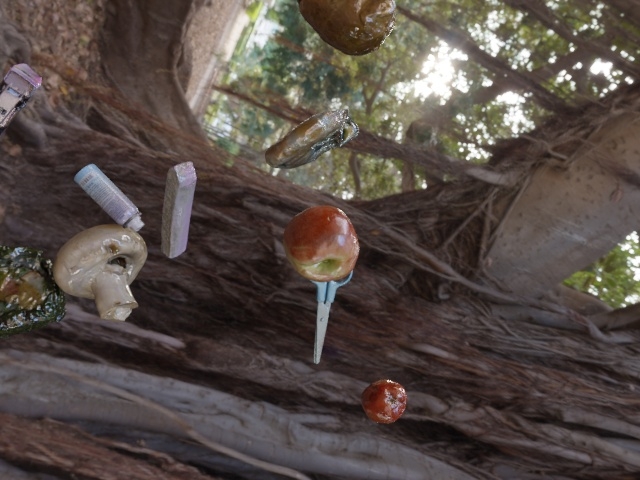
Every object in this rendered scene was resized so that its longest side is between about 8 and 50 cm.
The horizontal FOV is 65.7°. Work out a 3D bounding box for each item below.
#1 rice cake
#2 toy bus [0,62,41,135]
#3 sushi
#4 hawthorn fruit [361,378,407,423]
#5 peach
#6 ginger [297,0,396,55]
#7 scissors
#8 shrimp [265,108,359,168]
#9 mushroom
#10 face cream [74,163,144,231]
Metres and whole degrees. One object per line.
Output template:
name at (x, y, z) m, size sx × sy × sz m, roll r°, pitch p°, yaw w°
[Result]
rice cake at (-0.413, -0.075, 1.437) m, size 0.070 × 0.064 × 0.399 m, roll -34°, pitch 162°, yaw -37°
toy bus at (-0.929, -0.400, 1.456) m, size 0.274 × 0.090 × 0.112 m, roll -38°, pitch -147°, yaw 20°
sushi at (-1.023, 0.162, 1.590) m, size 0.178 × 0.352 × 0.294 m, roll -35°, pitch -112°, yaw 64°
hawthorn fruit at (0.171, 0.422, 1.307) m, size 0.128 × 0.128 × 0.128 m, roll -58°, pitch -162°, yaw 31°
peach at (0.000, 0.000, 1.502) m, size 0.232 × 0.232 × 0.256 m, roll -58°, pitch -156°, yaw 30°
ginger at (0.085, -0.642, 1.428) m, size 0.200 × 0.270 × 0.222 m, roll 92°, pitch -19°, yaw -81°
scissors at (0.012, 0.277, 1.994) m, size 0.029 × 0.193 × 0.446 m, roll -163°, pitch -99°, yaw -82°
shrimp at (0.000, -0.282, 1.289) m, size 0.221 × 0.110 × 0.446 m, roll -33°, pitch -175°, yaw 27°
mushroom at (-0.663, 0.104, 1.570) m, size 0.293 × 0.290 × 0.292 m, roll -35°, pitch 155°, yaw -19°
face cream at (-0.619, -0.119, 1.472) m, size 0.075 × 0.229 × 0.075 m, roll -41°, pitch -172°, yaw 7°
